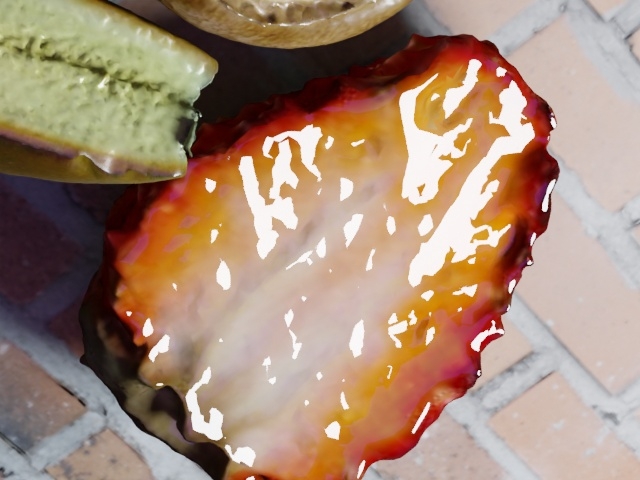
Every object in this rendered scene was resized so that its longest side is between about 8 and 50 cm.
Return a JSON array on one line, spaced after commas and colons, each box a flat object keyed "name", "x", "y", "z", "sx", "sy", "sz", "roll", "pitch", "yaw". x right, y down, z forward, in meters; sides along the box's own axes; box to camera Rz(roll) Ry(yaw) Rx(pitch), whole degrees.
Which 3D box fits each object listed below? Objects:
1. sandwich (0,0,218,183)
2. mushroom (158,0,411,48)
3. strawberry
[{"name": "sandwich", "x": -0.191, "y": -0.103, "z": 1.155, "sx": 0.235, "sy": 0.128, "sz": 0.122, "roll": 22, "pitch": 83, "yaw": -19}, {"name": "mushroom", "x": 0.003, "y": -0.249, "z": 1.101, "sx": 0.278, "sy": 0.163, "sz": 0.297, "roll": 25, "pitch": 114, "yaw": -14}, {"name": "strawberry", "x": 0.000, "y": 0.000, "z": 1.273, "sx": 0.336, "sy": 0.149, "sz": 0.265, "roll": -45, "pitch": 112, "yaw": 6}]
